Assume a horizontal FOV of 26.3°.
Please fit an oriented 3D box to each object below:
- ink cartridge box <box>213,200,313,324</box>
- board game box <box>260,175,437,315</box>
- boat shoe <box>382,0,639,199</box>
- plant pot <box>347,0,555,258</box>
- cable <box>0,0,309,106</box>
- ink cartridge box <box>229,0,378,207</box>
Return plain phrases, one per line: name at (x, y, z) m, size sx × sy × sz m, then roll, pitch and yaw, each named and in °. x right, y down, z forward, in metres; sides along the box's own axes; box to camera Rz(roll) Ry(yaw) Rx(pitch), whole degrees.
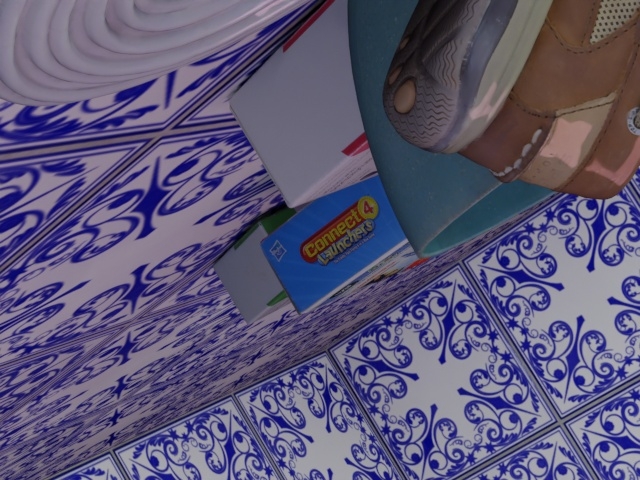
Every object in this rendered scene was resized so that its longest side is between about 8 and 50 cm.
ink cartridge box at (0.000, 0.000, 1.609) m, size 0.208 × 0.087 × 0.153 m, roll -27°, pitch 172°, yaw -32°
board game box at (0.140, -0.066, 1.380) m, size 0.308 × 0.086 × 0.302 m, roll -37°, pitch 171°, yaw 34°
boat shoe at (0.141, -0.164, 0.599) m, size 0.324 × 0.116 × 0.123 m, roll -64°, pitch -170°, yaw -9°
plant pot at (0.129, -0.148, 0.783) m, size 0.290 × 0.195 × 0.290 m, roll -30°, pitch 172°, yaw -5°
cable at (-0.039, -0.148, 0.535) m, size 0.257 × 0.089 × 0.257 m, roll -26°, pitch 170°, yaw -37°
ink cartridge box at (0.077, -0.132, 1.029) m, size 0.237 × 0.100 × 0.172 m, roll -24°, pitch 170°, yaw -44°
